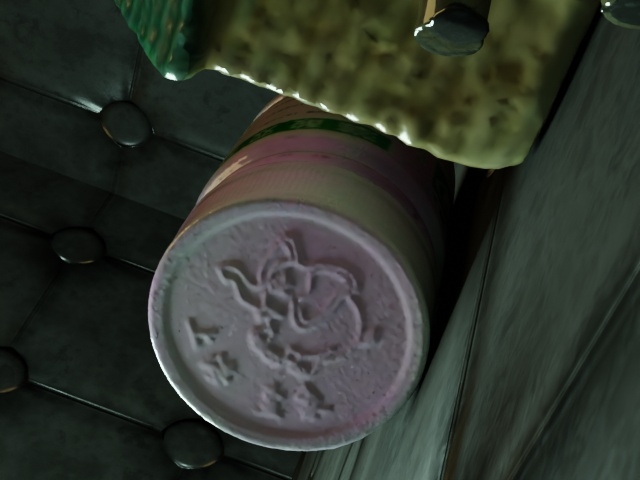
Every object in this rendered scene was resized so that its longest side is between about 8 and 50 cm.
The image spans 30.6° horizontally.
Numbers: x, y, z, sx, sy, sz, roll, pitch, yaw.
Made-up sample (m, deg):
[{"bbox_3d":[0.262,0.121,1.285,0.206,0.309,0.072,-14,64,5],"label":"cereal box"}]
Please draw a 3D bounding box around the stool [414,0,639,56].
[{"bbox_3d":[0.050,-0.163,0.432,0.153,0.227,0.139,125,157,-71],"label":"stool"}]

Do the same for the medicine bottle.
[{"bbox_3d":[0.000,0.000,0.965,0.325,0.212,0.212,-66,-3,-65],"label":"medicine bottle"}]

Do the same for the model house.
[{"bbox_3d":[0.033,-0.288,0.685,0.335,0.342,0.382,-70,0,-59],"label":"model house"}]
